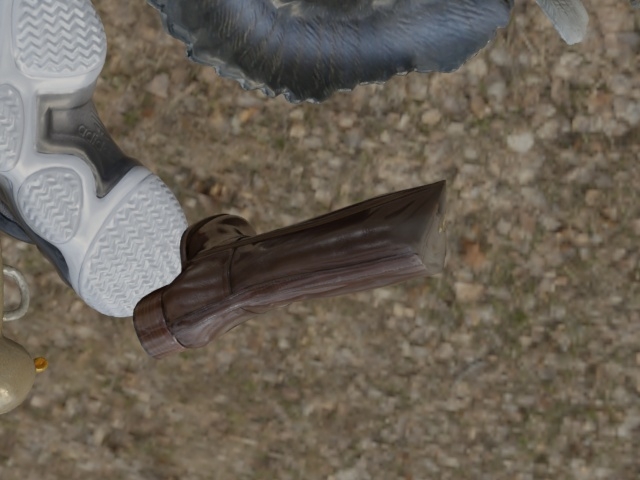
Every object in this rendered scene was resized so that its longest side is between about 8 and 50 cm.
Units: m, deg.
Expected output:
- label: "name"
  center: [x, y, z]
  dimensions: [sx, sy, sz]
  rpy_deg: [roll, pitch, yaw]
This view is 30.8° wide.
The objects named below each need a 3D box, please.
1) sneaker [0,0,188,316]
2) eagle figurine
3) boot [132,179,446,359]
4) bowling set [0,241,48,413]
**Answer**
- label: "sneaker"
  center: [-0.185, -0.077, 0.683]
  dimensions: [0.153, 0.101, 0.269]
  rpy_deg: [23, 146, 46]
- label: "eagle figurine"
  center: [0.051, -0.207, 0.662]
  dimensions: [0.298, 0.226, 0.225]
  rpy_deg: [-7, 106, 2]
- label: "boot"
  center: [0.000, 0.000, 0.417]
  dimensions: [0.114, 0.106, 0.037]
  rpy_deg: [-22, 108, 20]
- label: "bowling set"
  center: [-0.290, 0.067, 0.543]
  dimensions: [0.199, 0.154, 0.287]
  rpy_deg: [-21, 171, 38]
